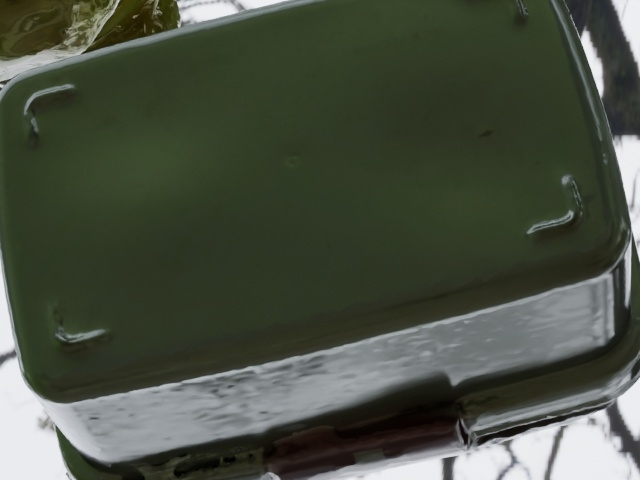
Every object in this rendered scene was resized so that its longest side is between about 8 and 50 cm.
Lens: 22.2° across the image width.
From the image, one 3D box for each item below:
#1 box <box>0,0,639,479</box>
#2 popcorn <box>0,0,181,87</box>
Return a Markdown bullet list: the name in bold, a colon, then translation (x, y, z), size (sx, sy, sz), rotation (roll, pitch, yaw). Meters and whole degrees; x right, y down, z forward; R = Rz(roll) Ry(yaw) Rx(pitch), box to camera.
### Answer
- **box**: translation (0.000, 0.000, 0.546), size (0.210, 0.129, 0.148), rotation (-14, -116, 3)
- **popcorn**: translation (-0.188, -0.220, 0.886), size (0.335, 0.279, 0.274), rotation (31, -68, 22)
